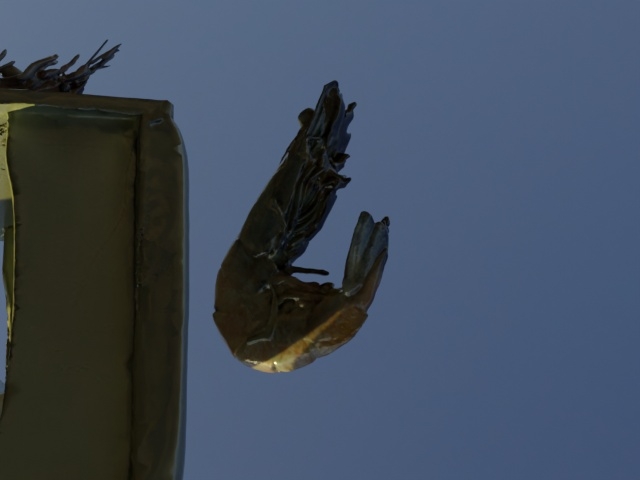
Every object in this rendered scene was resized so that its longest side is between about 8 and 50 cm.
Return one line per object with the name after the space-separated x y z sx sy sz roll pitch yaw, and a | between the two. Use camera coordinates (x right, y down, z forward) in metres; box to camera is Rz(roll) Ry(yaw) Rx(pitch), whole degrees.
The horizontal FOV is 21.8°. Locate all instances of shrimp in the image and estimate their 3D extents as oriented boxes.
-0.005 -0.001 1.615 0.178 0.075 0.289 30 -88 33 | shrimp
-0.199 -0.084 1.057 0.165 0.056 0.065 -34 -114 -14 | shrimp

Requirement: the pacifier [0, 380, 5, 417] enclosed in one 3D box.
-0.286 0.175 1.731 0.269 0.343 0.288 -42 -103 2 | pacifier

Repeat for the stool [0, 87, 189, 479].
-0.212 0.061 0.875 0.270 0.170 0.243 4 -118 -11 | stool
